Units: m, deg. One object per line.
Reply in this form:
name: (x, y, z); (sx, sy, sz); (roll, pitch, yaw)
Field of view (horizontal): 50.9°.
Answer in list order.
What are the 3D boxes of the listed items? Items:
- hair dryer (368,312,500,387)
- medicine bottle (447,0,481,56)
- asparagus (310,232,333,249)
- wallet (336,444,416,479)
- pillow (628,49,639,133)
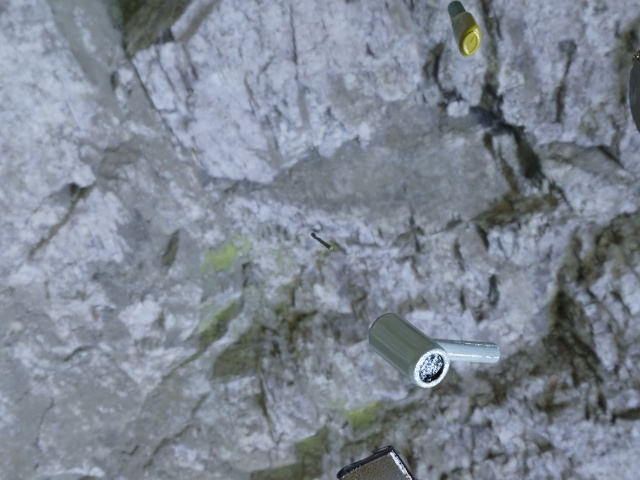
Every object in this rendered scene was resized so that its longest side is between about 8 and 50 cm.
hair dryer: (0.204, 0.183, 1.070); (0.131, 0.236, 0.073); (33, -72, 57)
medicine bottle: (0.412, -0.630, 1.957); (0.261, 0.064, 0.095); (-93, -173, -49)
asparagus: (0.000, 0.000, 1.830); (0.015, 0.014, 0.114); (29, 5, -39)
wallet: (0.151, 0.529, 1.364); (0.243, 0.132, 0.039); (55, 15, -18)
pillow: (0.609, -0.236, 1.026); (0.059, 0.254, 0.169); (-17, 98, -57)
